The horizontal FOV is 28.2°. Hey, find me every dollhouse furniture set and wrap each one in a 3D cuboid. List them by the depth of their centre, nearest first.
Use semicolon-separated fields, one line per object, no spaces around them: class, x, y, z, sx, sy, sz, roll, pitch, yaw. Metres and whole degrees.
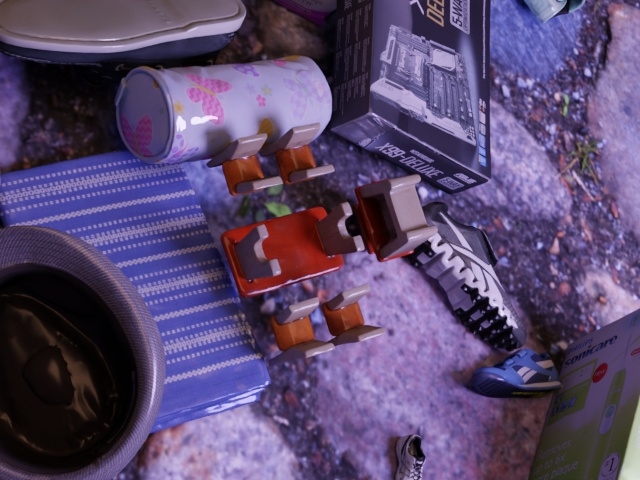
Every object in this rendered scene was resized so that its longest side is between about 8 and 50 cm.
dollhouse furniture set;0.000;0.000;1.547;0.259;0.135;0.262;-15;85;-33

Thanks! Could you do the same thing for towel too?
towel;-0.218;0.056;1.468;0.243;0.040;0.336;-14;73;-32

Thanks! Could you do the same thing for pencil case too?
pencil case;-0.114;-0.164;1.551;0.273;0.113;0.124;-14;67;-43

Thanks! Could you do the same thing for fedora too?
fedora;-0.290;0.125;1.311;0.244;0.124;0.275;-39;93;-11

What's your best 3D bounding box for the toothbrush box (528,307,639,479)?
toothbrush box;0.385;0.241;1.613;0.122;0.206;0.283;34;56;-12

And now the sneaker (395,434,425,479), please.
sneaker;0.111;0.276;1.546;0.032;0.037;0.083;5;67;-30

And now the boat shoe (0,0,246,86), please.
boat shoe;-0.249;-0.239;1.534;0.340;0.113;0.127;-19;57;-41

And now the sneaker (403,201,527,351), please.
sneaker;0.201;0.038;1.681;0.234;0.078;0.106;47;56;-1

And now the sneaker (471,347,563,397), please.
sneaker;0.252;0.172;1.665;0.144;0.053;0.059;7;65;-36

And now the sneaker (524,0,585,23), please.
sneaker;0.299;-0.406;1.925;0.256;0.094;0.151;-4;64;-33

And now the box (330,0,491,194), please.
box;0.128;-0.247;1.727;0.242;0.076;0.307;25;58;-39

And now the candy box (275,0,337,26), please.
candy box;-0.024;-0.434;1.774;0.159;0.071;0.233;27;57;-19
